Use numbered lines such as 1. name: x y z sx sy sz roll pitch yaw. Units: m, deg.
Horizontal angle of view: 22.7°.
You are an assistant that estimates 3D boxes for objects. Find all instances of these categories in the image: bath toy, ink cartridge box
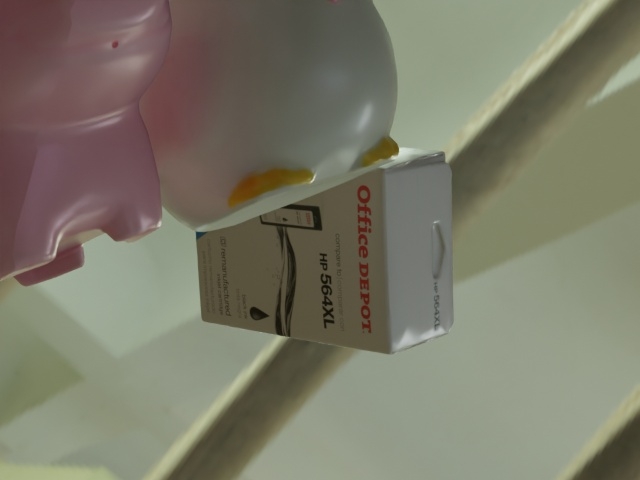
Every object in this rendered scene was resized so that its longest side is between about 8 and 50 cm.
1. bath toy: -0.107 -0.049 0.458 0.151 0.348 0.129 -23 -94 43
2. ink cartridge box: 0.000 0.000 1.273 0.203 0.086 0.148 6 -76 40
